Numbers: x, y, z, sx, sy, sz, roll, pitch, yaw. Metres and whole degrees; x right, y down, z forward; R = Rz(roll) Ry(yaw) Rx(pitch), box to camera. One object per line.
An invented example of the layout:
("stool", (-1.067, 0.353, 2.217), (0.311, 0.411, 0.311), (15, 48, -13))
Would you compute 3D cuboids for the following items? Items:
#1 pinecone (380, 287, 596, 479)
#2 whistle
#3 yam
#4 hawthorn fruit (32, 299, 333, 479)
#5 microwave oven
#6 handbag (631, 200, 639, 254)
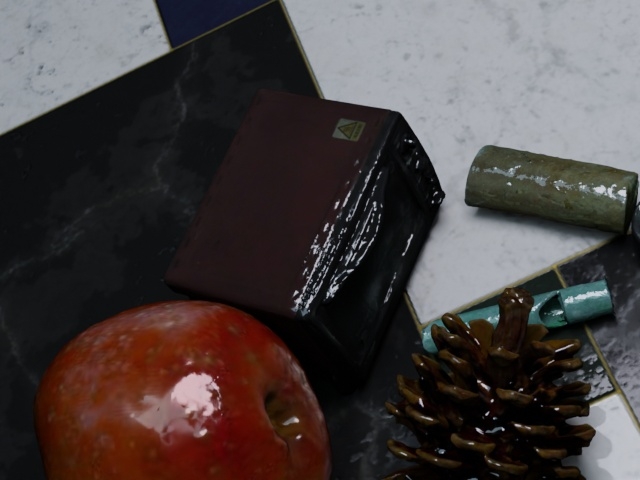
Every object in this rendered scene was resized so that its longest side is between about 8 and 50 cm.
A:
("pinecone", (0.151, 0.150, 1.103), (0.186, 0.168, 0.212), (8, 77, 9))
("whistle", (0.190, 0.075, 1.207), (0.186, 0.039, 0.039), (-14, 58, 13))
("yam", (0.234, -0.053, 1.246), (0.169, 0.068, 0.068), (12, 67, 25))
("hawthorn fruit", (-0.130, 0.192, 1.124), (0.284, 0.284, 0.284), (-9, 59, 16))
("microwave oven", (-0.002, -0.001, 1.238), (0.188, 0.178, 0.247), (13, 67, 26))
("handbag", (0.428, -0.094, 1.199), (0.192, 0.075, 0.332), (14, 64, 23))
